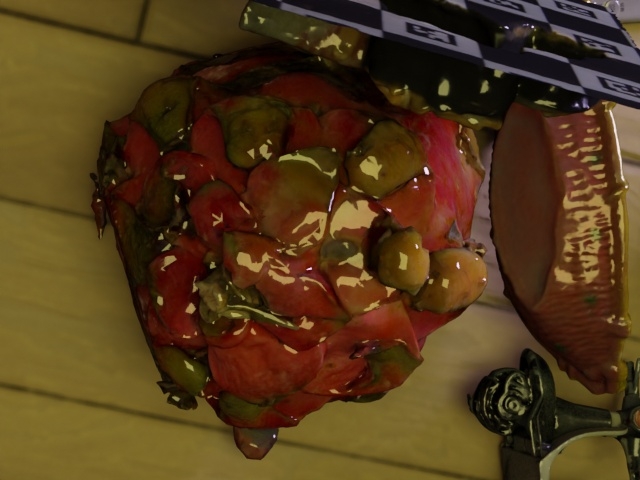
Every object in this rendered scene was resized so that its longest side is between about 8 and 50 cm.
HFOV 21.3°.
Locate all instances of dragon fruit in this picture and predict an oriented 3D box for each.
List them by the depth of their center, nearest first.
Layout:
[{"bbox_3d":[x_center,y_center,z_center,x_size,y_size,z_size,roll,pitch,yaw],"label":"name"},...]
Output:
[{"bbox_3d":[0.000,0.000,1.234,0.296,0.263,0.314,-24,100,-11],"label":"dragon fruit"}]

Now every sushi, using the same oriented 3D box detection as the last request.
[{"bbox_3d":[0.053,-0.143,1.171,0.343,0.359,0.064,15,109,-4],"label":"sushi"}]

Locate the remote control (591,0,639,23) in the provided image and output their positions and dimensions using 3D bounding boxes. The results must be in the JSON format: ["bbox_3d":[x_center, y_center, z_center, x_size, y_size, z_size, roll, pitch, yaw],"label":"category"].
[{"bbox_3d":[0.198,-0.207,1.381,0.261,0.029,0.067,-4,97,-13],"label":"remote control"}]

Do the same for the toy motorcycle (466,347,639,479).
[{"bbox_3d":[0.204,0.215,1.393,0.157,0.091,0.263,-6,95,-16],"label":"toy motorcycle"}]

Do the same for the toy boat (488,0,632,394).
[{"bbox_3d":[0.190,-0.034,1.339,0.099,0.141,0.318,-4,88,-43],"label":"toy boat"}]
